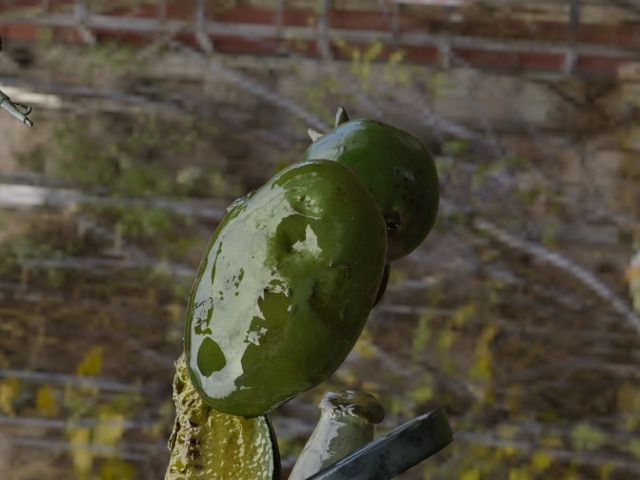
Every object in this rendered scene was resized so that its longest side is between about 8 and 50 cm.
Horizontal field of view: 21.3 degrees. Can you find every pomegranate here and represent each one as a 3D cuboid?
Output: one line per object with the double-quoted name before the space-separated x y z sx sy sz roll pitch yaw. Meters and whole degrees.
"pomegranate" 0.048 -0.072 2.073 0.224 0.182 0.181 -117 25 -60

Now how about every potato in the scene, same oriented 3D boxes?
"potato" -0.030 0.047 1.573 0.148 0.186 0.253 24 -80 -46

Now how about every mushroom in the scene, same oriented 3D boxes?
"mushroom" -0.004 0.350 2.347 0.081 0.100 0.312 32 -101 -53

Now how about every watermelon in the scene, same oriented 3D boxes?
"watermelon" -0.104 0.253 1.713 0.123 0.129 0.301 124 155 -76

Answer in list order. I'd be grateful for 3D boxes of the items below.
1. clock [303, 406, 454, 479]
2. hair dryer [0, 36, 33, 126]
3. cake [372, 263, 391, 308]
"clock" 0.066 0.281 2.146 0.049 0.226 0.226 62 -176 4
"hair dryer" -0.476 -0.204 2.209 0.199 0.167 0.067 61 149 37
"cake" 0.000 0.000 2.260 0.207 0.185 0.178 -53 15 19
